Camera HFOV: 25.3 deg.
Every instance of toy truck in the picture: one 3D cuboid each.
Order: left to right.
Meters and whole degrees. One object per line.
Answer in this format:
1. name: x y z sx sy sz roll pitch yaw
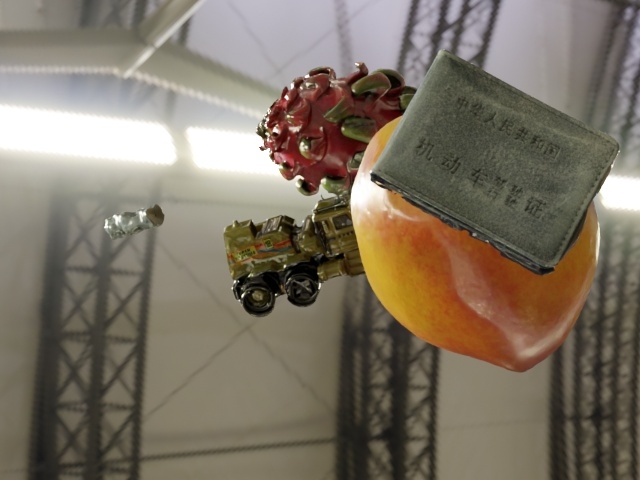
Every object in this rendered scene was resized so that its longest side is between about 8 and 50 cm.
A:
1. toy truck: 0.003 0.004 1.908 0.127 0.257 0.127 -73 -31 -69

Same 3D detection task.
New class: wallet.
1. wallet: 0.183 -0.082 1.475 0.222 0.036 0.167 30 -102 5

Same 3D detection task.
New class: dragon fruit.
1. dragon fruit: 0.041 -0.187 2.180 0.273 0.218 0.198 -43 -77 -14

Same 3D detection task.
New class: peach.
1. peach: 0.185 -0.006 1.687 0.289 0.289 0.308 21 -136 -35

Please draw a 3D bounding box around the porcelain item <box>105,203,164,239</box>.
1. porcelain item: -0.210 -0.019 1.592 0.036 0.083 0.028 5 -106 -44
